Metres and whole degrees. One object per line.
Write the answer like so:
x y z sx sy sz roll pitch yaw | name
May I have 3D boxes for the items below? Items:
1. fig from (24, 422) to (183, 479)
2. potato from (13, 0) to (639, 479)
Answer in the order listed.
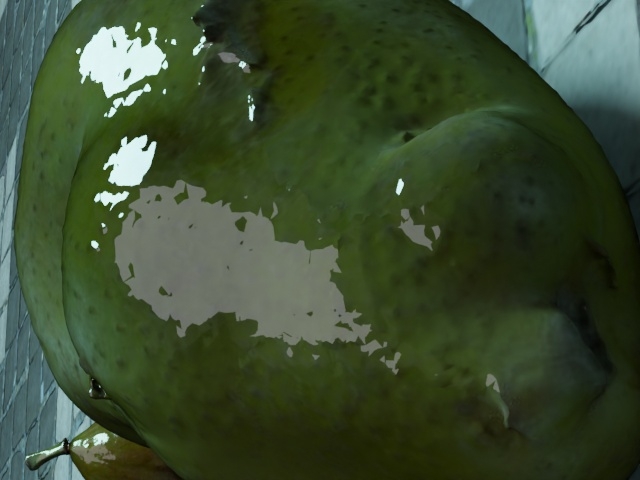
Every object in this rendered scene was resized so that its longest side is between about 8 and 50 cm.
-0.129 0.140 1.007 0.089 0.125 0.089 -174 90 -75 | fig
0.002 0.003 0.608 0.351 0.202 0.218 22 92 56 | potato
